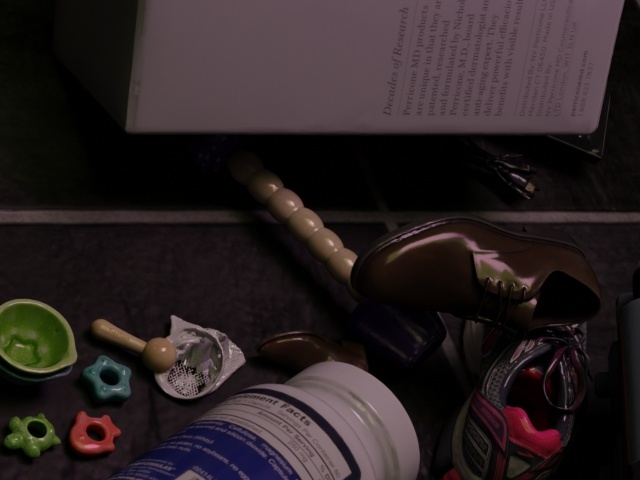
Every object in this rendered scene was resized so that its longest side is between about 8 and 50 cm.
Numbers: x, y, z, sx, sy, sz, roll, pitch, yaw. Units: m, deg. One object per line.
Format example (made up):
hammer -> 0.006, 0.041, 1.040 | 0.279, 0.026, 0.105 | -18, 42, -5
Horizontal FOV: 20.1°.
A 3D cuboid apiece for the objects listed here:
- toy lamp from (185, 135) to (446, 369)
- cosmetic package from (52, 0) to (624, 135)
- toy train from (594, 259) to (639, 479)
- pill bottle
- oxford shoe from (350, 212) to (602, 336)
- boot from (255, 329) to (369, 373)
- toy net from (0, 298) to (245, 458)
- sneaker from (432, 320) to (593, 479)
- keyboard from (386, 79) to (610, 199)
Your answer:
toy lamp -> 0.000, 0.000, 1.569 | 0.275, 0.080, 0.080 | 47, 43, 15
cosmetic package -> 0.014, -0.202, 1.608 | 0.453, 0.161, 0.230 | -1, 23, -24
toy train -> 0.295, 0.168, 1.467 | 0.142, 0.190, 0.334 | 0, 58, 7
pill bottle -> -0.052, 0.195, 1.297 | 0.153, 0.153, 0.264 | 46, 43, 13
oxford shoe -> 0.135, 0.033, 1.486 | 0.227, 0.083, 0.096 | 0, 34, -23
boot -> 0.003, 0.132, 1.482 | 0.106, 0.037, 0.114 | 6, 53, -25
toy net -> -0.147, 0.101, 1.405 | 0.232, 0.045, 0.122 | -4, 53, -35
sneaker -> 0.189, 0.110, 1.559 | 0.121, 0.112, 0.299 | 27, 42, -8
keyboard -> 0.141, -0.147, 1.810 | 0.317, 0.033, 0.201 | 21, 53, -10
